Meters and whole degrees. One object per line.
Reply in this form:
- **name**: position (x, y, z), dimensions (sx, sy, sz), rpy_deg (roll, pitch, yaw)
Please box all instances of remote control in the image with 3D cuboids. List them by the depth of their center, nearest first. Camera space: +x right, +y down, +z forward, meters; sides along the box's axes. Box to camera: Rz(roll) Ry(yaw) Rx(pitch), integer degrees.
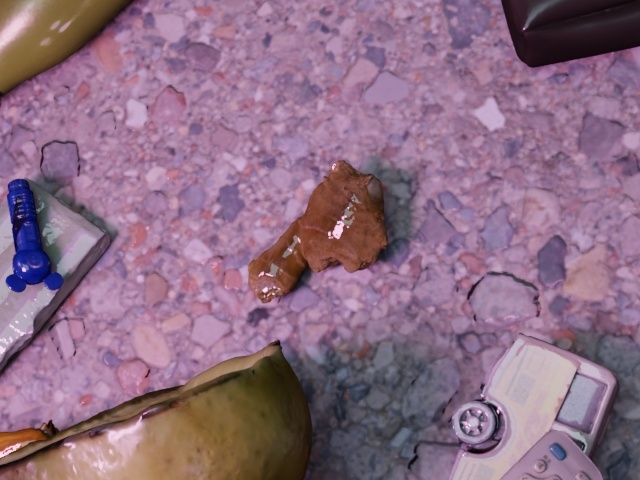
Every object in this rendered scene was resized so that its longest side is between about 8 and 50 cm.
- **remote control**: position (0.148, 0.263, 1.709), dimensions (0.229, 0.044, 0.073), rpy_deg (-44, 89, -15)

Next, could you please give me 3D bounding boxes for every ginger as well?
- **ginger**: position (0.006, 0.005, 1.899), dimensions (0.096, 0.067, 0.165), rpy_deg (44, 101, 20)

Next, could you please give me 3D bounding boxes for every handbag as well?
- **handbag**: position (0.286, -0.323, 1.902), dimensions (0.257, 0.113, 0.285), rpy_deg (-8, 73, 3)

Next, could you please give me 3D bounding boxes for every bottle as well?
- **bottle**: position (-0.277, -0.240, 2.004), dimensions (0.260, 0.112, 0.112), rpy_deg (-44, 70, -1)

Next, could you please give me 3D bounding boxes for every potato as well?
- **potato**: position (-0.124, 0.234, 1.717), dimensions (0.280, 0.330, 0.213), rpy_deg (-23, 89, 46)

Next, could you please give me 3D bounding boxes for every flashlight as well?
- **flashlight**: position (-0.290, -0.002, 1.940), dimensions (0.057, 0.035, 0.121), rpy_deg (-3, 63, -22)

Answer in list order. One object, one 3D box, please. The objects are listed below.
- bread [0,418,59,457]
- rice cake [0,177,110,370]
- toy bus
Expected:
- **bread**: position (-0.302, 0.301, 1.874), dimensions (0.210, 0.099, 0.235), rpy_deg (-18, 77, 10)
- **rice cake**: position (-0.323, 0.055, 1.970), dimensions (0.127, 0.043, 0.237), rpy_deg (37, 86, 19)
- **toy bus**: position (0.154, 0.257, 1.781), dimensions (0.138, 0.097, 0.342), rpy_deg (21, 79, 10)
